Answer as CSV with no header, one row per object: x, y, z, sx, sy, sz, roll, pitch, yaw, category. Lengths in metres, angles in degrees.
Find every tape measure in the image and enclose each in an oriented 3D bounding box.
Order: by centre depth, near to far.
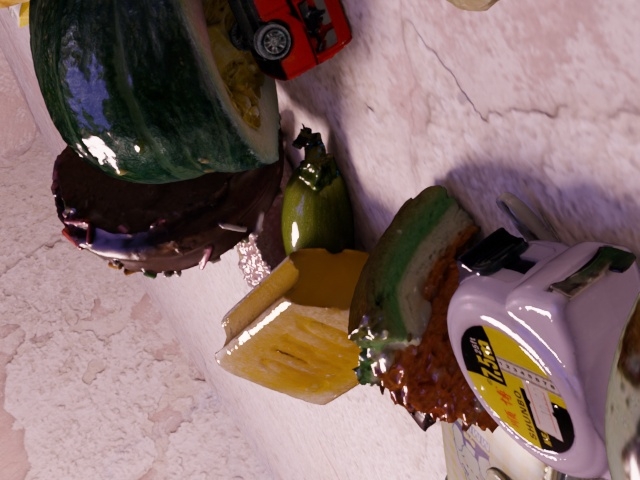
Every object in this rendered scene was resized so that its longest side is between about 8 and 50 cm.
0.176,0.075,0.809,0.178,0.105,0.196,24,143,54,tape measure

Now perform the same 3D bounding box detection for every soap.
0.000,0.095,1.248,0.160,0.080,0.257,22,148,-16,soap

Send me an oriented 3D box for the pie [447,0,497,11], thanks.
0.036,-0.288,0.611,0.337,0.075,0.337,54,163,24,pie

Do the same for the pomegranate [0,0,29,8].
-0.383,-0.413,1.265,0.342,0.342,0.342,53,164,23,pomegranate

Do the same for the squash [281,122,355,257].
0.001,0.001,1.263,0.087,0.087,0.331,50,160,34,squash

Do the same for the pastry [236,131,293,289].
-0.063,-0.027,1.375,0.112,0.103,0.265,22,137,40,pastry

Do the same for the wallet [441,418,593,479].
0.184,0.212,1.098,0.223,0.077,0.309,51,162,42,wallet

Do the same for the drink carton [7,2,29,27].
-0.455,-0.391,1.776,0.074,0.200,0.084,60,166,-6,drink carton

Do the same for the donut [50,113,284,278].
-0.159,-0.075,1.203,0.269,0.270,0.103,47,169,40,donut

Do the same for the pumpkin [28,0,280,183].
-0.175,-0.185,1.055,0.293,0.197,0.263,-94,-17,-55,pumpkin

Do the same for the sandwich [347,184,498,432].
0.109,0.053,0.946,0.160,0.184,0.109,24,148,1,sandwich

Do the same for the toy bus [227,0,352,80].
-0.050,-0.238,0.957,0.081,0.089,0.195,32,149,63,toy bus

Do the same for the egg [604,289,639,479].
0.221,0.079,0.532,0.169,0.169,0.231,33,136,60,egg

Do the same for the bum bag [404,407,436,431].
0.103,0.149,1.331,0.109,0.026,0.159,50,157,33,bum bag
